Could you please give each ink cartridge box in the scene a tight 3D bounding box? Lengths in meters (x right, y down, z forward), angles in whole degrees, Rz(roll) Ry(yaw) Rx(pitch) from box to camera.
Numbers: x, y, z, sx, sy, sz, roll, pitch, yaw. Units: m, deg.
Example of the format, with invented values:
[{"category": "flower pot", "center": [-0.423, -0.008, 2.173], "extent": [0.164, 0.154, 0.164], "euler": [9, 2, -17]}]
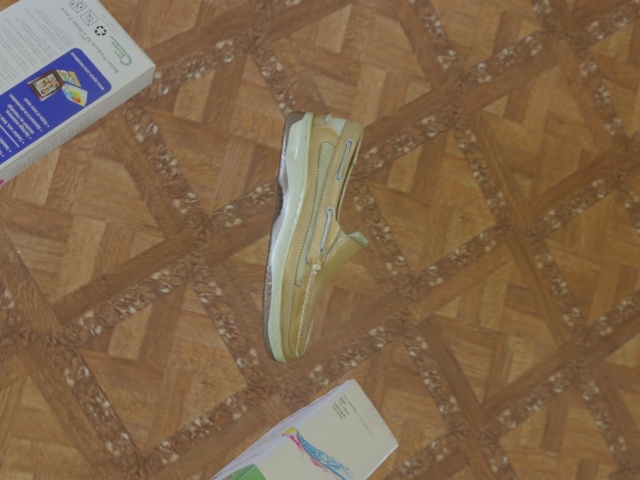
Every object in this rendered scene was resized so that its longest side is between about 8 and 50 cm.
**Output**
[{"category": "ink cartridge box", "center": [-0.056, 0.326, 1.018], "extent": [0.278, 0.201, 0.117], "euler": [-31, 83, -46]}, {"category": "ink cartridge box", "center": [-0.413, -0.184, 0.994], "extent": [0.371, 0.069, 0.176], "euler": [-41, 90, -24]}]

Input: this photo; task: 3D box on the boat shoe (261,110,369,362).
[{"category": "boat shoe", "center": [0.000, 0.000, 0.573], "extent": [0.072, 0.068, 0.190], "euler": [7, 95, 3]}]
